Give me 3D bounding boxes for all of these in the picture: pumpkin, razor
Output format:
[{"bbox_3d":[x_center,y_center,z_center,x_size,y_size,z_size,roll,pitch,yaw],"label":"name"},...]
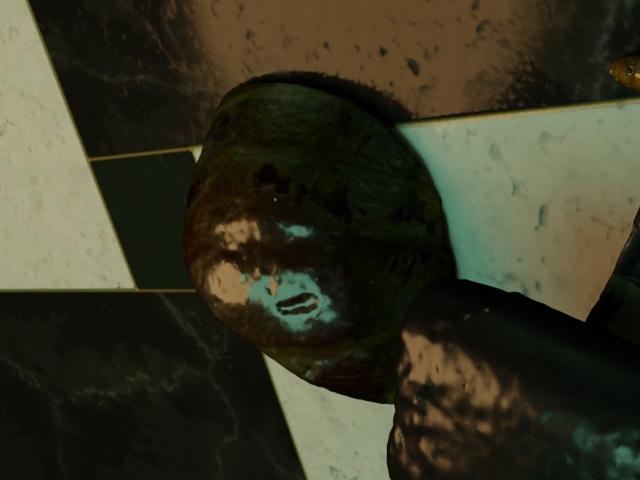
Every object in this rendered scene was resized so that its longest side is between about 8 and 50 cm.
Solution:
[{"bbox_3d":[0.000,0.000,0.984,0.312,0.148,0.169,39,137,8],"label":"pumpkin"},{"bbox_3d":[0.187,0.144,0.739,0.327,0.107,0.189,17,116,36],"label":"razor"}]

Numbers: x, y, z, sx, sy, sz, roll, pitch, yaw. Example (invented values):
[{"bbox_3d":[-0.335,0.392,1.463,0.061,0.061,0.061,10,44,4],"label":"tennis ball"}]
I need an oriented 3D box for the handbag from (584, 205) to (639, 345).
[{"bbox_3d":[0.316,0.122,0.794,0.325,0.162,0.327,33,130,23],"label":"handbag"}]

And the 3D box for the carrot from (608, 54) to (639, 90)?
[{"bbox_3d":[0.293,-0.097,0.753,0.257,0.061,0.061,10,121,36],"label":"carrot"}]
